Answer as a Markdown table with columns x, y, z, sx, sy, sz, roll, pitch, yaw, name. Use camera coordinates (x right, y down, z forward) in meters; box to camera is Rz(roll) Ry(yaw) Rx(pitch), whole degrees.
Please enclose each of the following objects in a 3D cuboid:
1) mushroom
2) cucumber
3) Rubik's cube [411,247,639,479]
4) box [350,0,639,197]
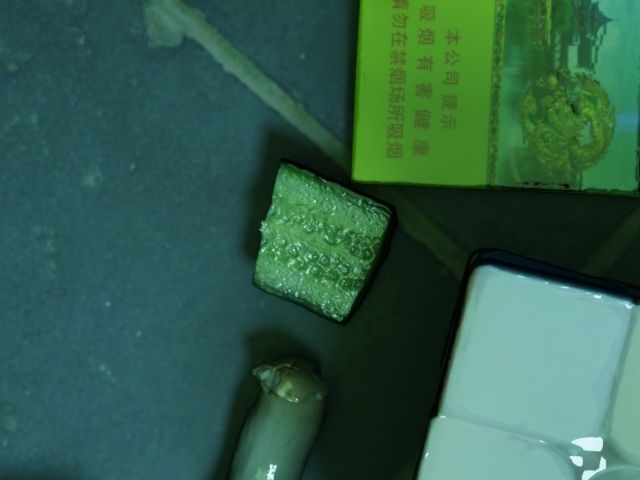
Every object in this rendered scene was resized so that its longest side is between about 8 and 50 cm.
| x | y | z | sx | sy | sz | roll | pitch | yaw | name |
| --- | --- | --- | --- | --- | --- | --- | --- | --- | --- |
| -0.054 | 0.235 | 1.373 | 0.099 | 0.096 | 0.278 | 14 | 88 | 4 | mushroom |
| 0.000 | 0.000 | 1.378 | 0.115 | 0.062 | 0.116 | 24 | 100 | 6 | cucumber |
| 0.239 | 0.210 | 1.220 | 0.347 | 0.344 | 0.346 | 16 | 93 | 4 | Rubik's cube |
| 0.198 | -0.133 | 1.365 | 0.335 | 0.047 | 0.187 | 3 | 91 | 5 | box |
